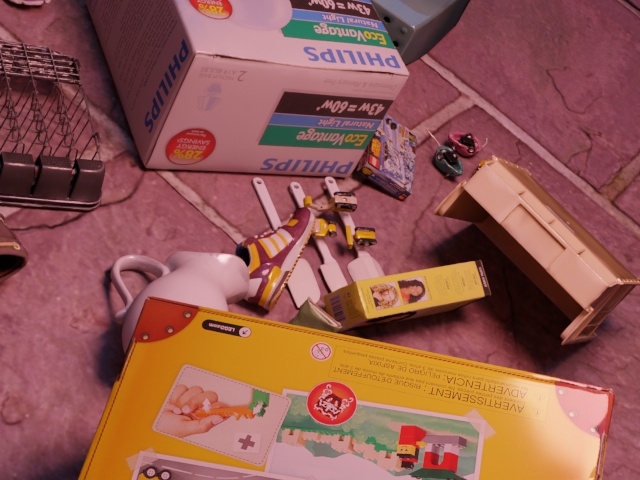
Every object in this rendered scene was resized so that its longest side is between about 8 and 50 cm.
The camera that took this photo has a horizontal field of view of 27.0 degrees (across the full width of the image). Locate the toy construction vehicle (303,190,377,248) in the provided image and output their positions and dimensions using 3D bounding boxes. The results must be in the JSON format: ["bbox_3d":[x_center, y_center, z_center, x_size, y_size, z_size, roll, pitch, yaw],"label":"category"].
[{"bbox_3d":[0.026,-0.026,1.931,0.098,0.035,0.086,2,59,-21],"label":"toy construction vehicle"}]

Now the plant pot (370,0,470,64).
[{"bbox_3d":[0.153,-0.420,2.331,0.165,0.165,0.234,36,49,4],"label":"plant pot"}]

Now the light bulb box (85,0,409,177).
[{"bbox_3d":[-0.117,-0.302,1.993,0.358,0.225,0.361,1,48,-31],"label":"light bulb box"}]

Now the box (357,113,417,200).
[{"bbox_3d":[0.106,-0.138,2.094,0.094,0.027,0.137,34,42,-24],"label":"box"}]

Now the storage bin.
[{"bbox_3d":[0.322,0.016,1.944,0.262,0.123,0.260,47,14,16],"label":"storage bin"}]

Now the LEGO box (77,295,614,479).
[{"bbox_3d":[0.013,0.298,1.318,0.500,0.193,0.372,11,55,9],"label":"LEGO box"}]

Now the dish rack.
[{"bbox_3d":[-0.405,-0.166,1.800,0.208,0.074,0.271,5,46,-30],"label":"dish rack"}]

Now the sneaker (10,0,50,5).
[{"bbox_3d":[-0.463,-0.420,2.013,0.068,0.071,0.170,-19,62,-42],"label":"sneaker"}]

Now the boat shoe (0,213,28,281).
[{"bbox_3d":[-0.474,0.043,1.516,0.096,0.116,0.324,41,36,16],"label":"boat shoe"}]

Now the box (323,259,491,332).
[{"bbox_3d":[0.123,0.078,1.861,0.232,0.087,0.058,-9,79,-36],"label":"box"}]

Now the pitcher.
[{"bbox_3d":[-0.194,0.087,1.655,0.177,0.125,0.207,10,30,6],"label":"pitcher"}]

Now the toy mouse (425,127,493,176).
[{"bbox_3d":[0.227,-0.138,2.190,0.143,0.031,0.161,29,40,-4],"label":"toy mouse"}]

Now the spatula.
[{"bbox_3d":[0.000,0.000,1.927,0.168,0.019,0.242,-3,51,-27],"label":"spatula"}]

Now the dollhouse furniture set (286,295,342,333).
[{"bbox_3d":[0.009,0.154,1.731,0.151,0.076,0.058,40,40,8],"label":"dollhouse furniture set"}]

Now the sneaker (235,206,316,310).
[{"bbox_3d":[-0.068,0.009,1.825,0.084,0.069,0.185,27,45,-3],"label":"sneaker"}]
